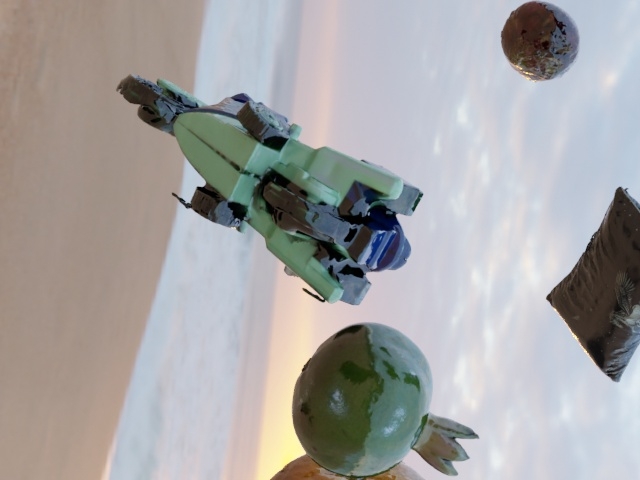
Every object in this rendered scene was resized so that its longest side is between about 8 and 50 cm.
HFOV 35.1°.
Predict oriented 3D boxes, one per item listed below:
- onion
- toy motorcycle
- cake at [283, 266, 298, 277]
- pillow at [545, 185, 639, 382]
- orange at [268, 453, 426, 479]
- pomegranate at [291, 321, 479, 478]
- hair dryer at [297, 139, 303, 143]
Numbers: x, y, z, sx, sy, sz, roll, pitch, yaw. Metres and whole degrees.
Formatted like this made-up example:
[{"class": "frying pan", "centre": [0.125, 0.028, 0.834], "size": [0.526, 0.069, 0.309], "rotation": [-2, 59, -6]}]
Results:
[{"class": "onion", "centre": [0.285, -0.256, 1.300], "size": [0.097, 0.107, 0.107], "rotation": [-33, 144, -39]}, {"class": "toy motorcycle", "centre": [-0.051, -0.068, 0.961], "size": [0.196, 0.331, 0.125], "rotation": [16, 106, -52]}, {"class": "cake", "centre": [0.000, 0.000, 1.353], "size": [0.121, 0.052, 0.065], "rotation": [-58, -172, 16]}, {"class": "pillow", "centre": [0.344, 0.056, 1.177], "size": [0.141, 0.055, 0.208], "rotation": [58, -32, 31]}, {"class": "orange", "centre": [0.041, 0.428, 1.471], "size": [0.284, 0.284, 0.226], "rotation": [-94, -172, -78]}, {"class": "pomegranate", "centre": [0.077, 0.205, 1.210], "size": [0.187, 0.225, 0.187], "rotation": [-63, -179, 3]}, {"class": "hair dryer", "centre": [-0.055, -0.148, 1.592], "size": [0.075, 0.195, 0.219], "rotation": [-64, -163, 1]}]
